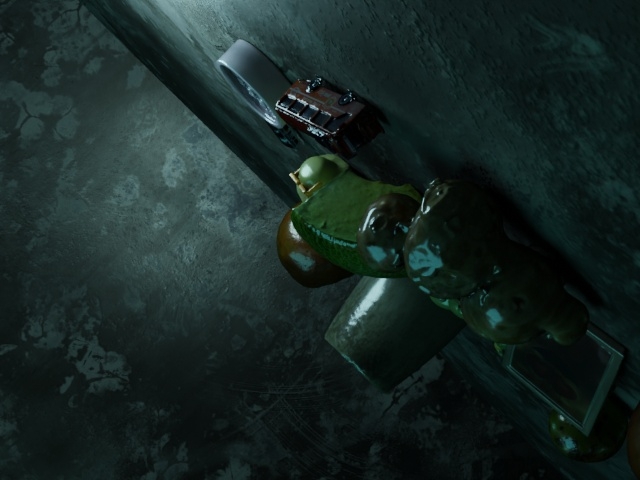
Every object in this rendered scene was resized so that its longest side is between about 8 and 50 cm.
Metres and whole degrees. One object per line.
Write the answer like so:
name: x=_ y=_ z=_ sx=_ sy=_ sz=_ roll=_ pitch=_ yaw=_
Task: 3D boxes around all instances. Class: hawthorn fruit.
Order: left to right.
hawthorn fruit: x=0.000 y=0.000 z=2.069 sx=0.267 sy=0.268 sz=0.301 roll=43 pitch=170 yaw=13

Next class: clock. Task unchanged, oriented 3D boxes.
clock: x=-0.130 y=-0.332 z=1.533 sx=0.197 sy=0.068 sz=0.197 roll=44 pitch=175 yaw=5

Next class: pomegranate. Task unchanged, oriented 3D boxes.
pomegranate: x=0.544 y=0.365 z=1.445 sx=0.156 sy=0.156 sz=0.220 roll=42 pitch=165 yaw=24

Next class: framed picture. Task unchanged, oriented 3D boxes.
framed picture: x=0.430 y=0.215 z=1.301 sx=0.211 sy=0.020 sz=0.290 roll=40 pitch=153 yaw=32

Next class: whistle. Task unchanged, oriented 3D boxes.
whistle: x=0.300 y=0.111 z=1.613 sx=0.227 sy=0.105 sz=0.085 roll=36 pitch=130 yaw=54

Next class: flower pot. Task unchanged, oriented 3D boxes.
flower pot: x=0.191 y=0.199 z=1.837 sx=0.293 sy=0.330 sz=0.293 roll=44 pitch=173 yaw=7

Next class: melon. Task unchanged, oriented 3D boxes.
melon: x=0.129 y=-0.017 z=1.509 sx=0.331 sy=0.226 sz=0.343 roll=-2 pitch=157 yaw=14

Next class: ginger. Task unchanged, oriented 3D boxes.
ginger: x=0.238 y=0.041 z=1.098 sx=0.375 sy=0.176 sz=0.256 roll=34 pitch=155 yaw=0

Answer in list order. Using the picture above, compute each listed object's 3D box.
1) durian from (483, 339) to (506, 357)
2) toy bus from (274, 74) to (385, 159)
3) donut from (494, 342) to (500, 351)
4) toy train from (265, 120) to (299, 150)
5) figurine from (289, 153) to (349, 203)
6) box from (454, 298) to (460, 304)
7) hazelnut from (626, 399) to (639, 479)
durian: x=0.396 y=0.193 z=1.455 sx=0.215 sy=0.100 sz=0.086 roll=39 pitch=174 yaw=-27
toy bus: x=0.011 y=-0.214 z=1.237 sx=0.073 sy=0.096 sz=0.235 roll=45 pitch=177 yaw=-39
donut: x=0.475 y=0.269 z=1.702 sx=0.152 sy=0.058 sz=0.152 roll=42 pitch=176 yaw=4
toy train: x=-0.108 y=-0.294 z=1.772 sx=0.043 sy=0.047 sz=0.207 roll=41 pitch=174 yaw=44
figurine: x=0.043 y=-0.091 z=1.690 sx=0.262 sy=0.153 sz=0.180 roll=47 pitch=-147 yaw=-28
box: x=0.289 y=0.078 z=1.492 sx=0.083 sy=0.079 sz=0.035 roll=43 pitch=176 yaw=3
hazelnut: x=0.474 y=0.231 z=0.850 sx=0.210 sy=0.210 sz=0.186 roll=45 pitch=-155 yaw=-8
